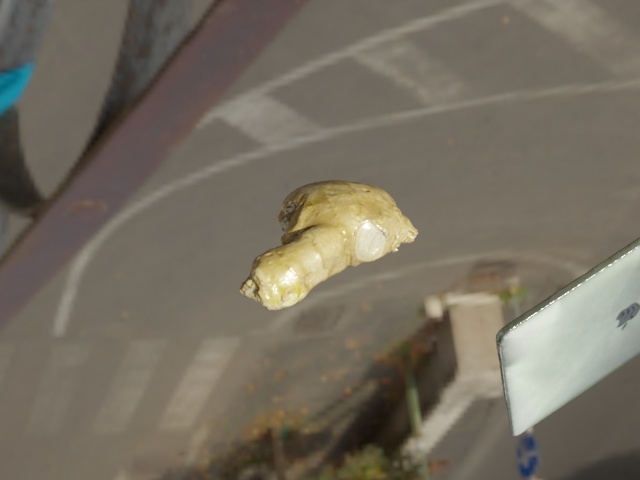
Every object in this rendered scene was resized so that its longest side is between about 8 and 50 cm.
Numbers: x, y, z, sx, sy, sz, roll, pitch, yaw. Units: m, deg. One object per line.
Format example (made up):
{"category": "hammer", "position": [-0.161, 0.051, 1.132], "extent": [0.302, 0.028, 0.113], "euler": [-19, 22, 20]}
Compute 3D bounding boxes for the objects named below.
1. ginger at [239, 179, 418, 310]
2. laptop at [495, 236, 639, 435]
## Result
{"category": "ginger", "position": [-0.006, -0.004, 1.227], "extent": [0.165, 0.096, 0.067], "euler": [-26, 136, -38]}
{"category": "laptop", "position": [0.273, 0.062, 1.434], "extent": [0.269, 0.015, 0.188], "euler": [-32, 145, -11]}
